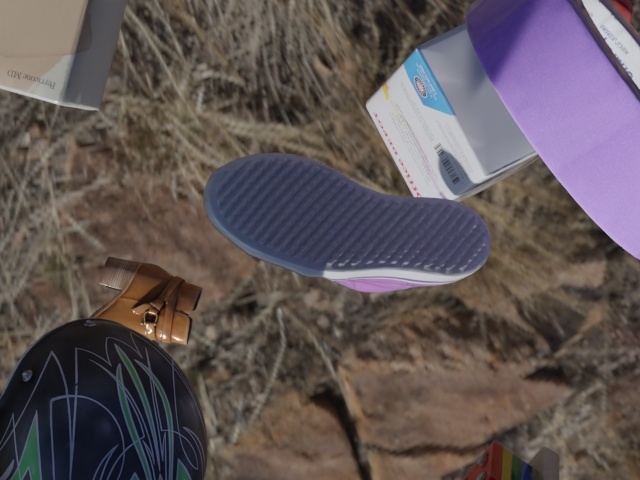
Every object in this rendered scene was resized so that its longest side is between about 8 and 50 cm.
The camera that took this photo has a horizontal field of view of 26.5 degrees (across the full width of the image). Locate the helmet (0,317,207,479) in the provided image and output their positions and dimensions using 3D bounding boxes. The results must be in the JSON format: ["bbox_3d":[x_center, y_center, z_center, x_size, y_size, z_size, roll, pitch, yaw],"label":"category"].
[{"bbox_3d":[-0.160,0.147,0.974,0.169,0.169,0.161,21,142,-26],"label":"helmet"}]

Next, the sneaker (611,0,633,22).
[{"bbox_3d":[0.315,-0.317,1.551,0.087,0.221,0.128,36,96,-30],"label":"sneaker"}]

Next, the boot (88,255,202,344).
[{"bbox_3d":[-0.269,0.132,2.010,0.152,0.073,0.197,18,94,1],"label":"boot"}]

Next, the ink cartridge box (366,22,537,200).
[{"bbox_3d":[0.219,-0.182,1.906,0.197,0.270,0.198,-27,87,-16],"label":"ink cartridge box"}]

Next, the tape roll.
[{"bbox_3d":[0.243,-0.117,1.158,0.090,0.274,0.275,-37,124,23],"label":"tape roll"}]

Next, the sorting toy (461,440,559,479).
[{"bbox_3d":[0.184,0.394,1.680,0.089,0.255,0.257,33,114,-4],"label":"sorting toy"}]

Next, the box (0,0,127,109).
[{"bbox_3d":[-0.311,-0.323,1.628,0.148,0.121,0.311,15,94,12],"label":"box"}]

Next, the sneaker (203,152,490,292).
[{"bbox_3d":[0.000,0.001,1.280,0.282,0.161,0.102,15,74,-25],"label":"sneaker"}]
